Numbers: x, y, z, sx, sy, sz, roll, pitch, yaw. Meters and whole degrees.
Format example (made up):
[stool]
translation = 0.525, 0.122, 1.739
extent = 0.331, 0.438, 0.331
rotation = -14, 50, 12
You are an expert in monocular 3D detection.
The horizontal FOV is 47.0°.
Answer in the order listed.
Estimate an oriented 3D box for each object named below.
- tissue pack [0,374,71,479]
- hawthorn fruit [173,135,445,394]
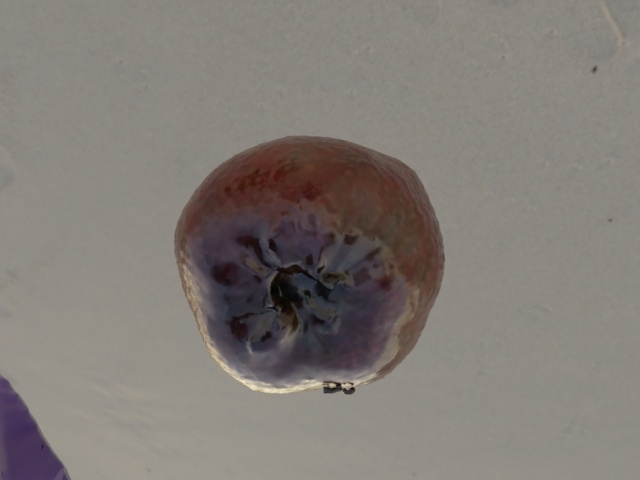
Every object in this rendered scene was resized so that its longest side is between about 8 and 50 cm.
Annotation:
[tissue pack]
translation = -0.334, 0.218, 0.434
extent = 0.160, 0.242, 0.338
rotation = 60, -172, -1
[hawthorn fruit]
translation = 0.000, 0.000, 0.840
extent = 0.284, 0.369, 0.285
rotation = 6, 118, 12
